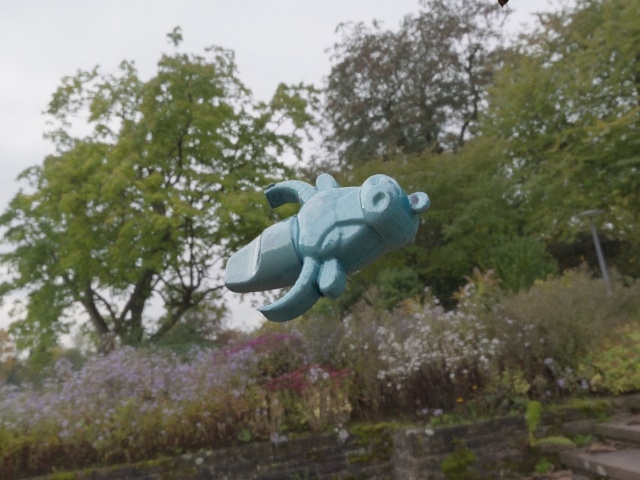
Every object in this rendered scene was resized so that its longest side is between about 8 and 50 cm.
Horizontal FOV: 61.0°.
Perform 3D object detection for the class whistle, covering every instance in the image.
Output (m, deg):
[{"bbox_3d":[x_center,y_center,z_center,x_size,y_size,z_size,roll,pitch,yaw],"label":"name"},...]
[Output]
[{"bbox_3d":[0.000,0.000,0.637,0.274,0.186,0.093,-21,-40,24],"label":"whistle"}]

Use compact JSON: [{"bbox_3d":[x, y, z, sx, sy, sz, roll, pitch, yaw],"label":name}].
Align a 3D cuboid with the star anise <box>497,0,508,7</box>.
[{"bbox_3d":[0.197,-0.364,0.713,0.070,0.097,0.190,-43,38,-24],"label":"star anise"}]
